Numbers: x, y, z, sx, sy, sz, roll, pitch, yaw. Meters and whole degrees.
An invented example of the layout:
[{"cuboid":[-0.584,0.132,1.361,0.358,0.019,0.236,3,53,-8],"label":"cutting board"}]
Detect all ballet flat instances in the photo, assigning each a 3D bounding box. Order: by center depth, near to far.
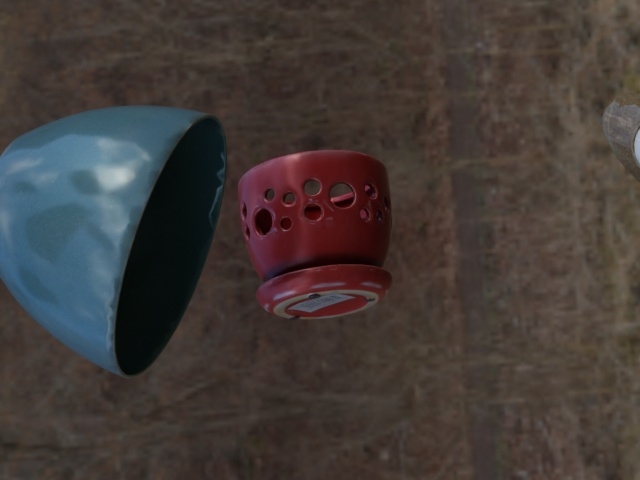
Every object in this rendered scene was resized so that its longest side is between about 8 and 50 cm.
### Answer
[{"cuboid":[0.492,-0.069,1.642,0.342,0.116,0.124,53,-168,14],"label":"ballet flat"}]

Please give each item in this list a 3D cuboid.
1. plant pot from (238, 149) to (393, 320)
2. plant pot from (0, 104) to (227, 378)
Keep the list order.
[{"cuboid":[0.000,0.000,1.580,0.191,0.191,0.174,71,-169,-74],"label":"plant pot"},{"cuboid":[-0.243,-0.021,1.360,0.290,0.195,0.290,18,-90,-80],"label":"plant pot"}]
